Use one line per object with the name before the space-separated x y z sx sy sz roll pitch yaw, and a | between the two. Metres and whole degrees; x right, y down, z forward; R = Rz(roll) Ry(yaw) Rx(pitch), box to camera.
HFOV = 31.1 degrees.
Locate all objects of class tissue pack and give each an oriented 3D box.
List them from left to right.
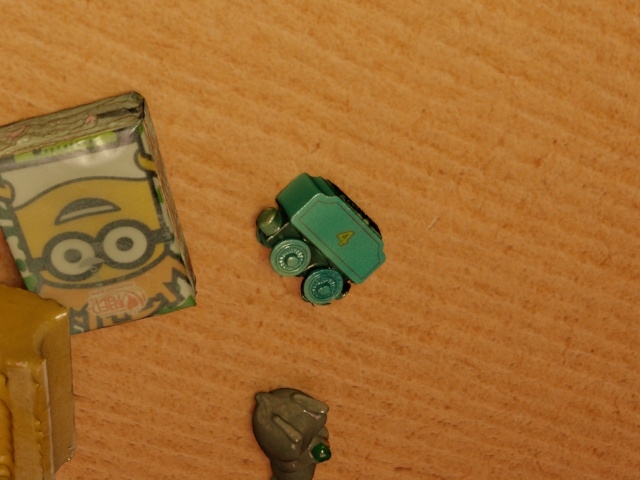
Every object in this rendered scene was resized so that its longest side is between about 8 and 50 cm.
tissue pack | -0.314 -0.029 1.593 0.227 0.128 0.311 -14 123 -1

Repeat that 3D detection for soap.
soap | -0.502 0.213 1.619 0.293 0.156 0.335 8 130 3

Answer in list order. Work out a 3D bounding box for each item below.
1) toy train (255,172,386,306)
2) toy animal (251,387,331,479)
toy train | 0.000 0.000 1.706 0.154 0.107 0.198 -43 121 6
toy animal | -0.049 0.353 1.922 0.125 0.127 0.251 -15 139 -18
